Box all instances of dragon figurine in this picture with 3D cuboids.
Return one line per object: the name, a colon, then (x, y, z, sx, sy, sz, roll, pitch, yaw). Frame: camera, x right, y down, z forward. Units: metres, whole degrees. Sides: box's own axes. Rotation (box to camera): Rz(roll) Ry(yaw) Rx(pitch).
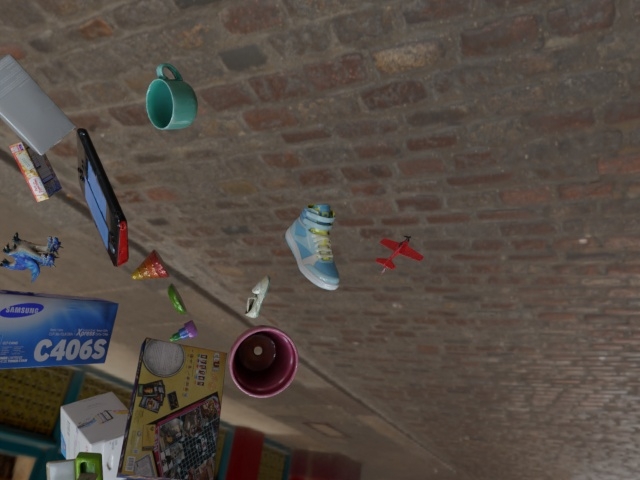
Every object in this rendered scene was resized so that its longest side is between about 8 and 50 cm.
dragon figurine: (-0.845, 0.063, 1.601, 0.144, 0.085, 0.289, 31, 137, -16)

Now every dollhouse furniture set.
dollhouse furniture set: (-0.578, 0.618, 1.188, 0.151, 0.198, 0.301, -2, -175, -11)

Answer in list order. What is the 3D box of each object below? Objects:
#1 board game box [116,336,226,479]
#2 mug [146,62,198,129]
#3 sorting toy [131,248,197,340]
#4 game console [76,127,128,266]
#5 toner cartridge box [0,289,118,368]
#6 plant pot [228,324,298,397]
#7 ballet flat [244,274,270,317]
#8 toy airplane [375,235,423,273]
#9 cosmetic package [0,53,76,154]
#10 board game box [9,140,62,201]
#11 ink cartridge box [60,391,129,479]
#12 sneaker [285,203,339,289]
board game box: (-0.269, 0.316, 1.020, 0.165, 0.244, 0.042, 17, 144, -23)
mug: (-0.386, -0.376, 1.463, 0.097, 0.129, 0.158, -15, 139, -47)
sorting toy: (-0.592, 0.221, 2.053, 0.126, 0.366, 0.127, -26, -174, -10)
game console: (-0.736, -0.130, 1.836, 0.060, 0.387, 0.342, -21, 162, -26)
toner cartridge box: (-0.651, 0.212, 1.304, 0.075, 0.165, 0.347, 8, 175, 26)
plant pot: (-0.179, 0.348, 1.639, 0.201, 0.202, 0.180, 16, 175, -13)
ballet flat: (-0.228, 0.200, 1.960, 0.052, 0.168, 0.057, 16, -172, -24)
toy airplane: (0.220, 0.037, 1.609, 0.151, 0.151, 0.028, -2, 141, 18)
cosmetic package: (-0.782, -0.355, 1.439, 0.107, 0.127, 0.238, 22, 151, 47)
board game box: (-0.942, -0.240, 1.823, 0.045, 0.147, 0.194, -19, 109, -3)
ink cartridge box: (-0.675, 0.614, 1.689, 0.168, 0.171, 0.232, -7, -158, -44)
sneaker: (0.000, 0.000, 1.873, 0.127, 0.319, 0.208, 2, 130, -40)
